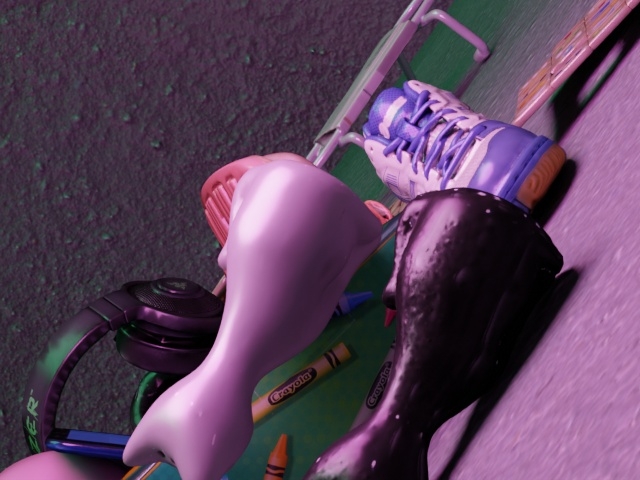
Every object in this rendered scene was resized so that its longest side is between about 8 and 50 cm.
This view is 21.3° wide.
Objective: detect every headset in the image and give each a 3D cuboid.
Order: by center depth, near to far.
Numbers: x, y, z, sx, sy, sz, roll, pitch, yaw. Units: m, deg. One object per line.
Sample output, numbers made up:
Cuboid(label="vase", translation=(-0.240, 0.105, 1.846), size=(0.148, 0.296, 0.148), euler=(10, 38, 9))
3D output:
Cuboid(label="headset", translation=(-0.174, 0.140, 1.984), size=(0.394, 0.243, 0.185), euler=(-24, 33, -28))

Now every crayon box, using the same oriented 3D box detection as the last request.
Cuboid(label="crayon box", translation=(-0.011, 0.099, 1.133), size=(0.278, 0.081, 0.165), euler=(-44, 1, -14))

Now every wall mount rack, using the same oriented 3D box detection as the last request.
Cuboid(label="wall mount rack", translation=(0.087, -0.161, 2.237), size=(0.350, 0.130, 0.304), euler=(-56, 8, -15))

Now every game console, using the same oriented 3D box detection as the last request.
Cuboid(label="game console", translation=(-0.125, 0.147, 1.681), size=(0.250, 0.173, 0.293), euler=(-52, 4, -8))

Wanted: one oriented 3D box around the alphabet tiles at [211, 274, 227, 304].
Cuboid(label="alphabet tiles", translation=(-0.106, 0.110, 2.240), size=(0.342, 0.011, 0.285), euler=(-55, -18, 2))

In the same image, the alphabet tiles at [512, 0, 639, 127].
Cuboid(label="alphabet tiles", translation=(0.223, -0.178, 1.334), size=(0.198, 0.009, 0.237), euler=(-47, 3, 14))

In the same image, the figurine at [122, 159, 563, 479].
Cuboid(label="figurine", translation=(0.002, 0.067, 0.972), size=(0.215, 0.092, 0.209), euler=(11, 65, 40))

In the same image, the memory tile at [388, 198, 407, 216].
Cuboid(label="memory tile", translation=(0.111, -0.066, 1.888), size=(0.148, 0.012, 0.113), euler=(-54, 4, 15))

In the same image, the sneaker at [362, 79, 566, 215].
Cuboid(label="sneaker", translation=(0.087, -0.053, 1.241), size=(0.112, 0.131, 0.296), euler=(-53, 5, -1))

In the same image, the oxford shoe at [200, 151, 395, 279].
Cuboid(label="oxford shoe", translation=(0.000, 0.000, 1.376), size=(0.146, 0.140, 0.397), euler=(-31, -12, -8))

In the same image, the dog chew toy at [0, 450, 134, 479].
Cuboid(label="dog chew toy", translation=(-0.241, 0.308, 1.748), size=(0.207, 0.206, 0.332), euler=(-55, -4, 4))
